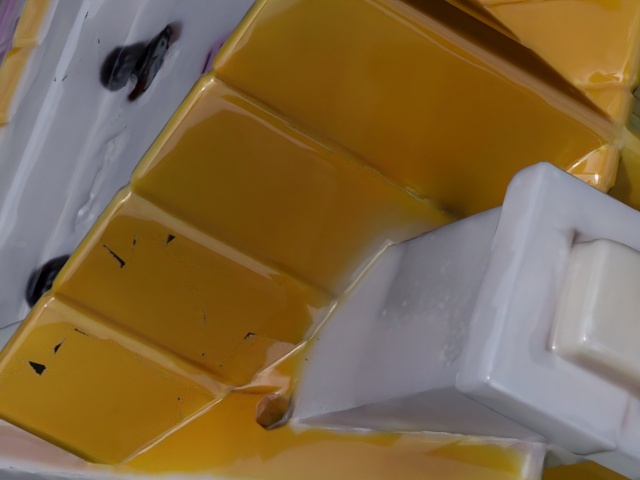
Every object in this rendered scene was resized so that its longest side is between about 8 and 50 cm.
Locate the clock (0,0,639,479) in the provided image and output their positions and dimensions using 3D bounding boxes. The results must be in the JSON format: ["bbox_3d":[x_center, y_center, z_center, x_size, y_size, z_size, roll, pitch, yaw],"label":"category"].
[{"bbox_3d":[0.000,0.000,0.469,0.309,0.166,0.235,-21,47,57],"label":"clock"}]
